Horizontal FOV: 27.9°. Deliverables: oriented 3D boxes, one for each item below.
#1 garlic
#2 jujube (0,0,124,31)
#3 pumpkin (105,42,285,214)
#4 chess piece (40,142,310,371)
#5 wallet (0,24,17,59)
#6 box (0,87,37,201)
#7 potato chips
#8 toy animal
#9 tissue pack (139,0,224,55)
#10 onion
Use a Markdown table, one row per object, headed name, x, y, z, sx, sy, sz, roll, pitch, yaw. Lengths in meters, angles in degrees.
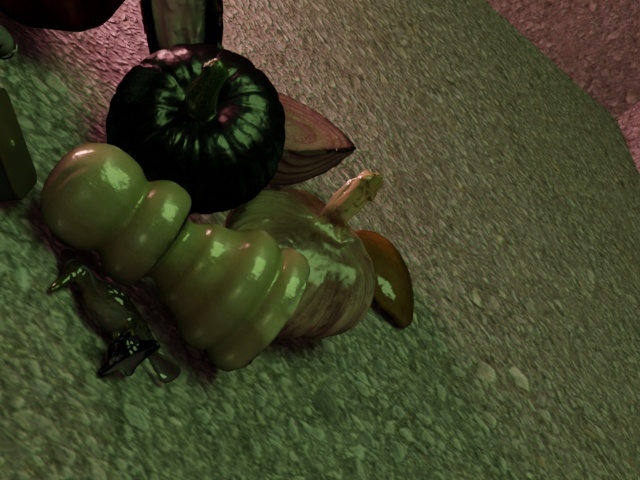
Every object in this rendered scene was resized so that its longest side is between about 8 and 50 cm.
| name | x | y | z | sx | sy | sz | roll | pitch | yaw |
| --- | --- | --- | --- | --- | --- | --- | --- | --- | --- |
| garlic | 0.000 | 0.000 | 1.815 | 0.245 | 0.253 | 0.245 | 39 | 19 | -16 |
| jujube | -0.391 | -0.458 | 1.785 | 0.258 | 0.258 | 0.376 | 4 | 46 | -57 |
| pumpkin | -0.165 | -0.167 | 1.739 | 0.248 | 0.248 | 0.248 | 38 | 28 | -25 |
| chess piece | -0.193 | 0.006 | 1.595 | 0.330 | 0.182 | 0.182 | 36 | 29 | -16 |
| wallet | -0.475 | -0.295 | 1.583 | 0.170 | 0.069 | 0.231 | 40 | 1 | 6 |
| box | -0.378 | -0.112 | 1.527 | 0.091 | 0.031 | 0.126 | -84 | 159 | -68 |
| potato chips | 0.113 | 0.051 | 2.154 | 0.150 | 0.049 | 0.201 | 44 | 20 | -26 |
| toy animal | -0.249 | 0.088 | 1.523 | 0.202 | 0.070 | 0.105 | 49 | 15 | 12 |
| tissue pack | -0.213 | -0.362 | 1.972 | 0.332 | 0.123 | 0.245 | -97 | -179 | -58 |
| onion | -0.094 | -0.162 | 2.048 | 0.250 | 0.111 | 0.247 | 0 | 30 | -42 |
